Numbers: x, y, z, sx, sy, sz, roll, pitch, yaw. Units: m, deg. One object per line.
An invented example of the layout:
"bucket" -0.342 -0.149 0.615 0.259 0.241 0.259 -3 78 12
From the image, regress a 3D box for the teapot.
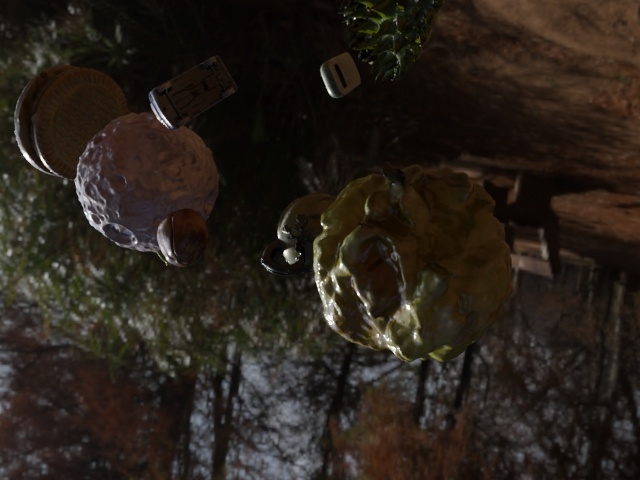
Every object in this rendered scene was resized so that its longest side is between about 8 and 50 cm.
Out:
"teapot" 0.000 0.000 1.789 0.182 0.173 0.269 28 -131 37

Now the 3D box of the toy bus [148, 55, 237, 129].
"toy bus" -0.214 -0.234 1.347 0.076 0.073 0.167 -17 -162 45

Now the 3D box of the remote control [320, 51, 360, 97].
"remote control" 0.048 -0.386 1.931 0.038 0.090 0.309 -20 -170 15

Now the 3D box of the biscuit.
"biscuit" -0.522 -0.250 1.762 0.079 0.259 0.259 17 -174 35

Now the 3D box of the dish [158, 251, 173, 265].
"dish" -0.357 -0.086 1.906 0.108 0.263 0.221 -21 -144 0

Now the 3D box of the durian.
"durian" 0.107 -0.354 0.917 0.158 0.352 0.169 13 -175 29

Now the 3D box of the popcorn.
"popcorn" 0.112 0.022 1.006 0.249 0.225 0.249 3 -134 -3

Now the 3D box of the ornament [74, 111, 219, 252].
"ornament" -0.319 -0.099 1.513 0.259 0.225 0.259 14 148 9

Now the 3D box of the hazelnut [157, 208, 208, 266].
"hazelnut" -0.202 -0.003 1.206 0.086 0.086 0.086 9 -178 0
